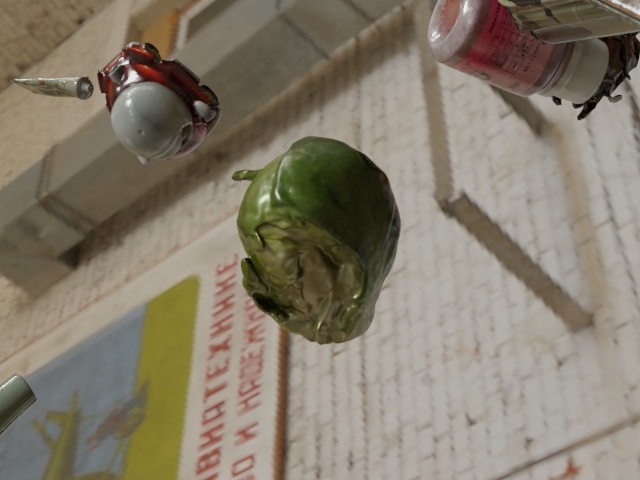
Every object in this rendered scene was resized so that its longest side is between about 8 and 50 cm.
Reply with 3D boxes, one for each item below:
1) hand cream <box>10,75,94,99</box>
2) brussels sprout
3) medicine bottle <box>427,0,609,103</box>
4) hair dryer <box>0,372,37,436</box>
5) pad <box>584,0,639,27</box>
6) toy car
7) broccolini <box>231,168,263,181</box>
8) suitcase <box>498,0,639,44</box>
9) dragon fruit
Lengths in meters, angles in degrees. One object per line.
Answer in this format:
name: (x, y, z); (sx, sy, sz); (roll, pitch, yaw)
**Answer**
hand cream: (-0.413, -0.238, 1.957); (0.057, 0.165, 0.037); (29, -108, -50)
brussels sprout: (0.002, -0.006, 1.113); (0.145, 0.131, 0.183); (-72, -28, -44)
medicine bottle: (0.287, -0.285, 1.812); (0.247, 0.147, 0.147); (20, -138, -19)
hair dryer: (-0.456, 0.220, 1.519); (0.092, 0.229, 0.267); (62, 171, -28)
pad: (0.347, -0.336, 1.179); (0.018, 0.286, 0.284); (34, -171, -30)
toy car: (-0.191, -0.144, 1.400); (0.139, 0.112, 0.112); (47, -157, -15)
broccolini: (-0.099, -0.133, 2.476); (0.067, 0.216, 0.058); (41, -109, -30)
suitcase: (0.366, -0.417, 1.597); (0.194, 0.339, 0.352); (40, -115, -31)
dragon fruit: (0.435, -0.315, 2.037); (0.182, 0.182, 0.189); (43, -143, -27)
